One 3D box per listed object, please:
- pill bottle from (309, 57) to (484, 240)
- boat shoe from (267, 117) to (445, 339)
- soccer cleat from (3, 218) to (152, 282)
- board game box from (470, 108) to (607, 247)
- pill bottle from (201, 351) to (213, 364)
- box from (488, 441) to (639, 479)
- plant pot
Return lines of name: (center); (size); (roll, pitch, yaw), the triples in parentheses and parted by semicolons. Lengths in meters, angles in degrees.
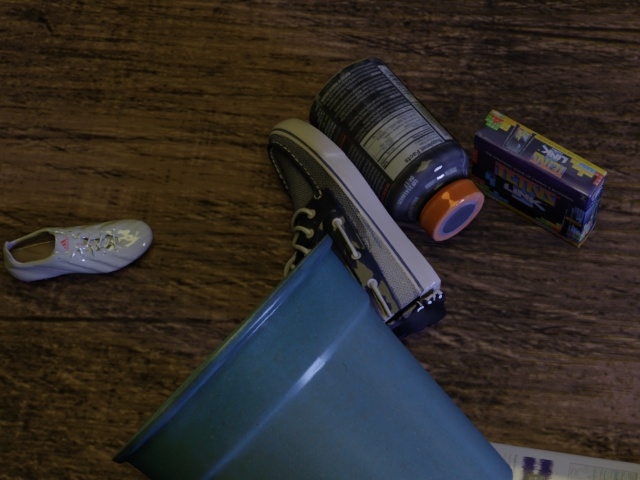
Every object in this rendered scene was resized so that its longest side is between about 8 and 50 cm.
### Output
pill bottle: (0.105, -0.113, 2.111); (0.130, 0.130, 0.246); (-35, 67, -13)
boat shoe: (0.000, 0.000, 2.061); (0.158, 0.127, 0.340); (-32, 67, -20)
soccer cleat: (-0.316, 0.010, 2.106); (0.196, 0.076, 0.068); (-13, 64, -3)
board game box: (0.277, -0.078, 2.077); (0.170, 0.141, 0.048); (30, 69, 17)
pill bottle: (-0.073, 0.210, 1.983); (0.169, 0.094, 0.094); (25, 68, 15)
box: (0.287, 0.367, 1.893); (0.322, 0.058, 0.232); (7, 67, 13)
plant pot: (0.008, 0.230, 1.775); (0.334, 0.341, 0.341); (44, 73, 0)
